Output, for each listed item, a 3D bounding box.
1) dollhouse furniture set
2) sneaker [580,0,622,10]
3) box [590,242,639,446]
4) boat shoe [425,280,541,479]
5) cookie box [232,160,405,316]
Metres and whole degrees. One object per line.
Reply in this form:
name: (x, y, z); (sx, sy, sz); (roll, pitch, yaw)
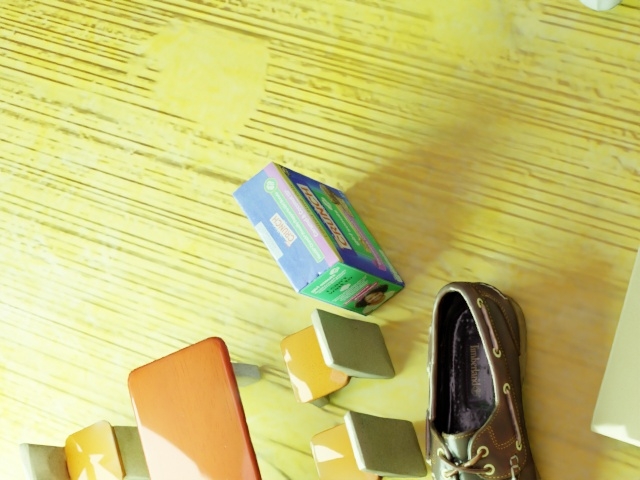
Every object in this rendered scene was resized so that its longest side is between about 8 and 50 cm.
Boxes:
dollhouse furniture set: (-0.068, 0.196, 1.345); (0.262, 0.135, 0.259); (-25, 69, 22)
sneaker: (0.257, -0.224, 1.299); (0.094, 0.080, 0.212); (38, 105, 5)
box: (0.260, 0.045, 1.239); (0.164, 0.021, 0.201); (16, 92, 44)
boat shoe: (0.100, 0.129, 1.307); (0.073, 0.073, 0.207); (-11, 76, 25)
cookie box: (0.000, 0.000, 1.364); (0.040, 0.107, 0.092); (-41, 65, 15)
